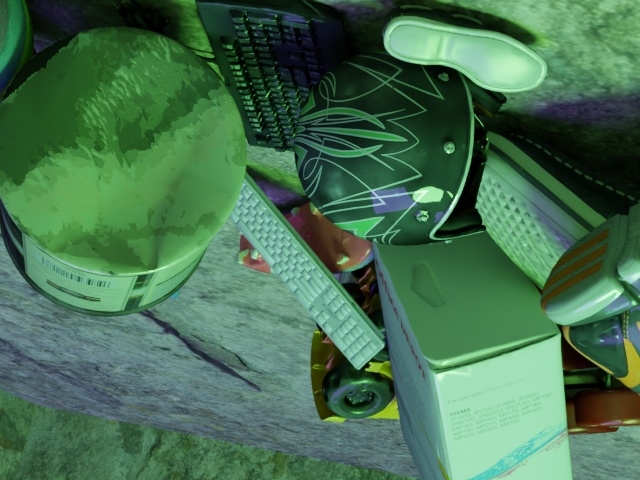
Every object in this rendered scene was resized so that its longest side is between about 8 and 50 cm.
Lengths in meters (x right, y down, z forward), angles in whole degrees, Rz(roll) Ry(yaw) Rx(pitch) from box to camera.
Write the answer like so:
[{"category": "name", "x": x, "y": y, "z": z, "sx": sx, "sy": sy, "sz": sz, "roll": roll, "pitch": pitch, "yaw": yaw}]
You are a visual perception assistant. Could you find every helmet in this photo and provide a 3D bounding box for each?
[{"category": "helmet", "x": 0.061, "y": -0.073, "z": 1.209, "sx": 0.169, "sy": 0.169, "sz": 0.161, "roll": 5, "pitch": 178, "yaw": 34}]

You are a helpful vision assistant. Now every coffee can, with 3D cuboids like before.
[{"category": "coffee can", "x": -0.178, "y": -0.049, "z": 1.339, "sx": 0.201, "sy": 0.202, "sz": 0.275, "roll": 17, "pitch": 168, "yaw": -7}]

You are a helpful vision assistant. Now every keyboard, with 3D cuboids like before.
[{"category": "keyboard", "x": -0.028, "y": 0.025, "z": 1.624, "sx": 0.256, "sy": 0.014, "sz": 0.072, "roll": 50, "pitch": 141, "yaw": 6}, {"category": "keyboard", "x": -0.067, "y": -0.142, "z": 1.335, "sx": 0.201, "sy": 0.033, "sz": 0.317, "roll": 13, "pitch": 164, "yaw": 9}]

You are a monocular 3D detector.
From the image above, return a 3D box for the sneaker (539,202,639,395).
[{"category": "sneaker", "x": 0.336, "y": 0.024, "z": 1.165, "sx": 0.180, "sy": 0.125, "sz": 0.321, "roll": 43, "pitch": 133, "yaw": -15}]

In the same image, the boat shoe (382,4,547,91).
[{"category": "boat shoe", "x": 0.106, "y": -0.144, "z": 1.146, "sx": 0.125, "sy": 0.038, "sz": 0.046, "roll": 11, "pitch": 124, "yaw": -6}]

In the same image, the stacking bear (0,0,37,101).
[{"category": "stacking bear", "x": -0.312, "y": -0.163, "z": 1.280, "sx": 0.164, "sy": 0.175, "sz": 0.289, "roll": 21, "pitch": 175, "yaw": 6}]

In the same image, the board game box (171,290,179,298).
[{"category": "board game box", "x": -0.305, "y": 0.024, "z": 2.135, "sx": 0.211, "sy": 0.039, "sz": 0.160, "roll": 14, "pitch": 165, "yaw": 7}]

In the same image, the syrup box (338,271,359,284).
[{"category": "syrup box", "x": 0.131, "y": 0.102, "z": 1.894, "sx": 0.236, "sy": 0.093, "sz": 0.096, "roll": 16, "pitch": 165, "yaw": -3}]

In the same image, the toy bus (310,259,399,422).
[{"category": "toy bus", "x": 0.114, "y": 0.108, "z": 1.735, "sx": 0.211, "sy": 0.149, "sz": 0.220, "roll": 14, "pitch": 132, "yaw": -17}]

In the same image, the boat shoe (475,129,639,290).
[{"category": "boat shoe", "x": 0.344, "y": 0.033, "z": 1.345, "sx": 0.500, "sy": 0.156, "sz": 0.187, "roll": 30, "pitch": 167, "yaw": 2}]

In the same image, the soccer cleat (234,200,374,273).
[{"category": "soccer cleat", "x": 0.000, "y": 0.000, "z": 1.707, "sx": 0.095, "sy": 0.083, "sz": 0.248, "roll": 5, "pitch": 173, "yaw": -36}]

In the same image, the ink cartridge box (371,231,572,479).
[{"category": "ink cartridge box", "x": 0.151, "y": 0.146, "z": 1.529, "sx": 0.131, "sy": 0.226, "sz": 0.306, "roll": -15, "pitch": 131, "yaw": -6}]

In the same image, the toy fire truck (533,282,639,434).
[{"category": "toy fire truck", "x": 0.355, "y": 0.114, "z": 1.638, "sx": 0.253, "sy": 0.169, "sz": 0.302, "roll": 0, "pitch": 170, "yaw": -16}]
